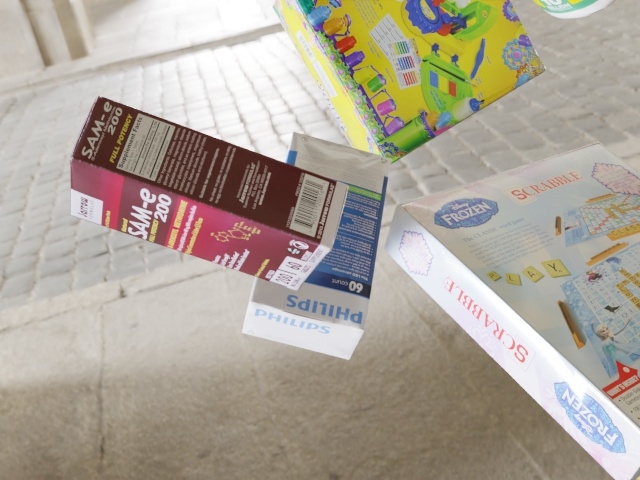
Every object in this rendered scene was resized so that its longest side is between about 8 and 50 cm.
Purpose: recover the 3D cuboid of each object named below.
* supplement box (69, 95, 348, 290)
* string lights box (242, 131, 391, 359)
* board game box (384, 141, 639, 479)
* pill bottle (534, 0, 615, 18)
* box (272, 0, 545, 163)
[{"bbox_3d":[-0.109,-0.038,0.785,0.239,0.130,0.073,19,65,-8],"label":"supplement box"},{"bbox_3d":[0.000,0.000,1.003,0.133,0.076,0.259,15,54,-4],"label":"string lights box"},{"bbox_3d":[0.283,0.041,0.818,0.319,0.066,0.318,-17,48,-33],"label":"board game box"},{"bbox_3d":[0.174,-0.286,0.694,0.118,0.208,0.117,-31,45,38],"label":"pill bottle"},{"bbox_3d":[0.126,-0.305,1.244,0.279,0.290,0.177,-31,10,-5],"label":"box"}]
